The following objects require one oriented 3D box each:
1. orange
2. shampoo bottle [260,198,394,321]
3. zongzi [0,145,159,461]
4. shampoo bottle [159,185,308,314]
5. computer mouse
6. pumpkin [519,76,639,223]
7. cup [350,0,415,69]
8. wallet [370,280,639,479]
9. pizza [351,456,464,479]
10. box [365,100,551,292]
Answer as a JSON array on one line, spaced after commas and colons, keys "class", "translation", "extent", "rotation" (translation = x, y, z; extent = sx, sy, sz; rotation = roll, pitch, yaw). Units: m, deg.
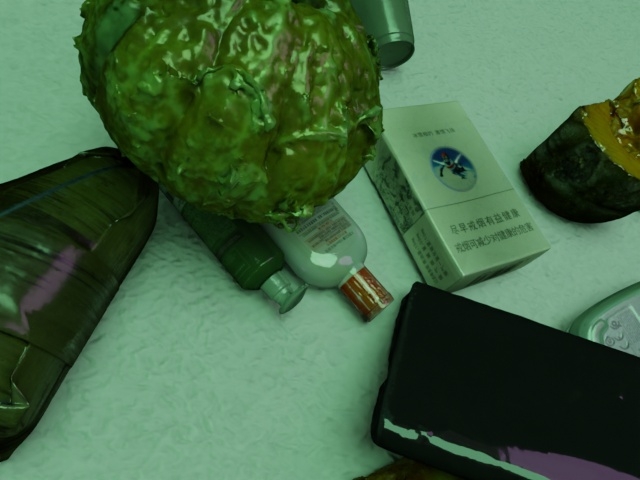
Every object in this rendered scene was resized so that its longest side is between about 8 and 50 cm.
[{"class": "orange", "translation": [-0.075, -0.162, 0.486], "extent": [0.300, 0.223, 0.301], "rotation": [45, 37, 4]}, {"class": "shampoo bottle", "translation": [0.000, 0.000, 0.608], "extent": [0.108, 0.051, 0.221], "rotation": [-34, 79, -36]}, {"class": "zongzi", "translation": [-0.326, 0.000, 0.437], "extent": [0.299, 0.138, 0.286], "rotation": [23, 54, -6]}, {"class": "shampoo bottle", "translation": [-0.094, -0.005, 0.566], "extent": [0.065, 0.065, 0.204], "rotation": [-35, 79, -32]}, {"class": "computer mouse", "translation": [0.449, 0.135, 0.680], "extent": [0.288, 0.097, 0.160], "rotation": [-22, 74, -14]}, {"class": "pumpkin", "translation": [0.429, -0.163, 0.812], "extent": [0.189, 0.139, 0.281], "rotation": [18, 56, -12]}, {"class": "cup", "translation": [0.098, -0.352, 0.810], "extent": [0.119, 0.120, 0.141], "rotation": [-9, 77, -25]}, {"class": "wallet", "translation": [0.264, 0.182, 0.521], "extent": [0.405, 0.062, 0.228], "rotation": [19, 39, 7]}, {"class": "pizza", "translation": [0.106, 0.281, 0.475], "extent": [0.289, 0.081, 0.229], "rotation": [33, 56, 1]}, {"class": "box", "translation": [0.173, -0.066, 0.697], "extent": [0.164, 0.069, 0.257], "rotation": [-13, 67, -28]}]
